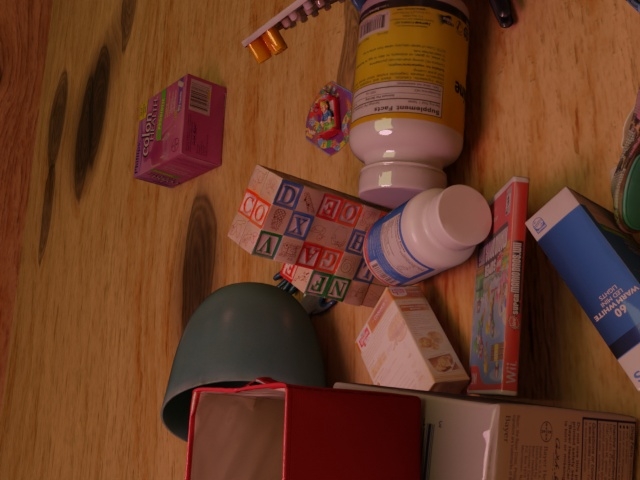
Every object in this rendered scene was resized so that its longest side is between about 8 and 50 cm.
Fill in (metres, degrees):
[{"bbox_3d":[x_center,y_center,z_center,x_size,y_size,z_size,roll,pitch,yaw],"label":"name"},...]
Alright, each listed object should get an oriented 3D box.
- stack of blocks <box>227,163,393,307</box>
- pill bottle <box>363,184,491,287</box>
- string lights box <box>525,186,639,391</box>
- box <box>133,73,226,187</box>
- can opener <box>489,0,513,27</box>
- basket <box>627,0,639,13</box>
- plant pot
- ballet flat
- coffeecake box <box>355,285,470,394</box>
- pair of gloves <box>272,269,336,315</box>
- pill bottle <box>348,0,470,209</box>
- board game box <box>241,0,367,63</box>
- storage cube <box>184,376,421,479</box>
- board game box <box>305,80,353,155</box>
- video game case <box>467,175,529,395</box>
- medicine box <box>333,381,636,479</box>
[{"bbox_3d":[0.000,0.000,1.288,0.087,0.297,0.171,33,103,50],"label":"stack of blocks"},{"bbox_3d":[0.164,-0.008,1.183,0.221,0.124,0.124,146,128,-62],"label":"pill bottle"},{"bbox_3d":[0.371,0.063,0.940,0.077,0.133,0.259,-46,46,26],"label":"string lights box"},{"bbox_3d":[-0.360,-0.273,1.968,0.243,0.117,0.213,-16,66,48],"label":"box"},{"bbox_3d":[0.282,-0.425,1.277,0.073,0.059,0.186,-24,65,17],"label":"can opener"},{"bbox_3d":[0.425,-0.380,0.893,0.255,0.289,0.201,-42,49,33],"label":"basket"},{"bbox_3d":[-0.128,0.219,1.403,0.293,0.293,0.235,-37,38,38],"label":"plant pot"},{"bbox_3d":[0.418,-0.113,1.002,0.079,0.077,0.221,8,80,70],"label":"ballet flat"},{"bbox_3d":[0.138,0.187,1.217,0.142,0.068,0.185,-65,37,39],"label":"coffeecake box"},{"bbox_3d":[-0.027,0.074,1.521,0.159,0.023,0.198,-54,42,25],"label":"pair of gloves"},{"bbox_3d":[0.145,-0.227,1.272,0.188,0.188,0.333,-8,72,50],"label":"pill bottle"},{"bbox_3d":[0.106,-0.451,1.297,0.390,0.390,0.050,-20,105,46],"label":"board game box"},{"bbox_3d":[-0.020,0.261,0.842,0.184,0.193,0.214,-16,68,48],"label":"storage cube"},{"bbox_3d":[0.011,-0.253,1.572,0.169,0.033,0.133,42,111,49],"label":"board game box"},{"bbox_3d":[0.247,0.073,1.084,0.204,0.025,0.285,97,179,-79],"label":"video game case"},{"bbox_3d":[0.198,0.270,0.962,0.263,0.289,0.149,-5,74,50],"label":"medicine box"}]
